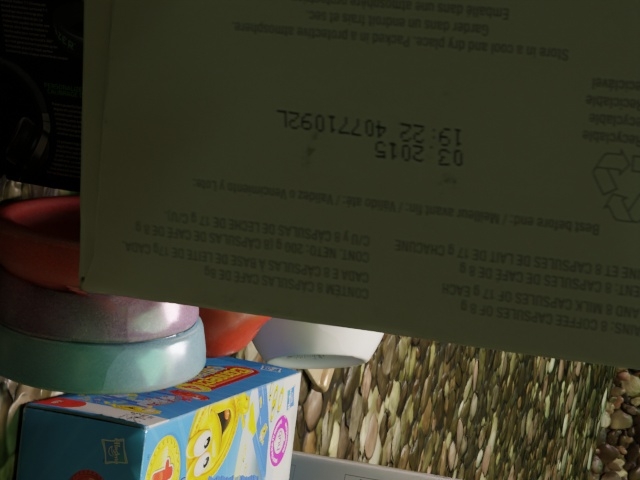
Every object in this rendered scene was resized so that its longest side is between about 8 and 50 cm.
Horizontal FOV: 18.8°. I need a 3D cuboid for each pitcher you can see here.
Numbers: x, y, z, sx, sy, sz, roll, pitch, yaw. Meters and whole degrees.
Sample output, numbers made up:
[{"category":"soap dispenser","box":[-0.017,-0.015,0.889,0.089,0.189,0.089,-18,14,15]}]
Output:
[{"category":"pitcher","box":[0.000,0.000,1.556,0.178,0.125,0.207,53,35,-75]}]

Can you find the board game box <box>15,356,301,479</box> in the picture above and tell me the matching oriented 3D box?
[{"category":"board game box","box":[-0.117,0.249,1.339,0.302,0.086,0.308,-11,108,-72]}]

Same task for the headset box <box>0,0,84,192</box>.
[{"category":"headset box","box":[-0.090,-0.203,1.141,0.246,0.131,0.283,-54,147,-55]}]

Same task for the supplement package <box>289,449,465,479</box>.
[{"category":"supplement package","box":[0.051,0.287,1.589,0.199,0.262,0.198,33,66,-71]}]

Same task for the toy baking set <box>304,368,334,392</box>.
[{"category":"toy baking set","box":[0.018,0.009,1.746,0.197,0.030,0.256,31,69,-71]}]

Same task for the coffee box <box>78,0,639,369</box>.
[{"category":"coffee box","box":[0.101,-0.151,0.991,0.334,0.337,0.338,-31,126,-65]}]

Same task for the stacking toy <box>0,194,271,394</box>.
[{"category":"stacking toy","box":[-0.041,0.041,1.178,0.309,0.279,0.130,-25,121,-65]}]
